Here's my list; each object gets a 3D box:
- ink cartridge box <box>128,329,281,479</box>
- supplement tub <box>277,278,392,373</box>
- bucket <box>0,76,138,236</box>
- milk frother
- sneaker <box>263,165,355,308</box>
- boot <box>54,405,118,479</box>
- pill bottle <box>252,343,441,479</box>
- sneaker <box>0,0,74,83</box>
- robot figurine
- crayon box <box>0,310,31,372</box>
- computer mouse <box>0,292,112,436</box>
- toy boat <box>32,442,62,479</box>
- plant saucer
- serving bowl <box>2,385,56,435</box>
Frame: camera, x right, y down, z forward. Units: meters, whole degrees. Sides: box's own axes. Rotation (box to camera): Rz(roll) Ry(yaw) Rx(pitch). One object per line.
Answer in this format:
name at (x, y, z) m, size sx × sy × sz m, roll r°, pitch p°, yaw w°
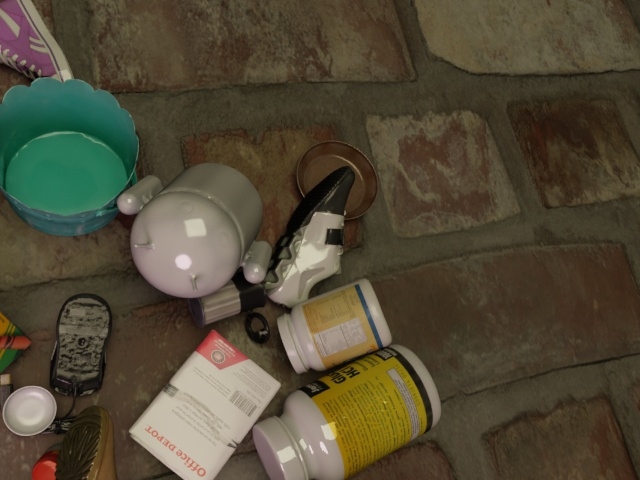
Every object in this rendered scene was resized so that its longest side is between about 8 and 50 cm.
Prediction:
ink cartridge box at (-0.217, 0.317, 1.184) m, size 0.172 × 0.100 × 0.237 m, roll 39°, pitch 64°, yaw -2°
supplement tub at (0.028, 0.174, 1.265) m, size 0.200 × 0.144 × 0.144 m, roll -21°, pitch 79°, yaw 1°
bucket at (-0.485, -0.148, 1.211) m, size 0.281 × 0.183 × 0.280 m, roll 6°, pitch 71°, yaw -17°
milk frother at (-0.176, 0.145, 1.243) m, size 0.135 × 0.129 × 0.143 m, roll -17°, pitch 72°, yaw -26°
sneaker at (0.000, 0.000, 1.354) m, size 0.146 × 0.122 × 0.330 m, roll 34°, pitch 83°, yaw -19°
boot at (-0.313, 0.422, 1.056) m, size 0.269 × 0.089 × 0.236 m, roll 40°, pitch 46°, yaw -49°
pill bottle at (0.049, 0.345, 1.215) m, size 0.334 × 0.188 × 0.187 m, roll -21°, pitch 80°, yaw -24°
sneaker at (-0.615, -0.367, 1.297) m, size 0.161 × 0.102 × 0.282 m, roll -29°, pitch 72°, yaw -22°
robot figurine at (-0.225, -0.022, 1.186) m, size 0.300 × 0.199 × 0.353 m, roll 27°, pitch 25°, yaw -3°
crayon box at (-0.655, 0.217, 1.016) m, size 0.081 × 0.202 × 0.318 m, roll 26°, pitch 62°, yaw 28°
computer mouse at (-0.480, 0.227, 1.153) m, size 0.184 × 0.060 × 0.261 m, roll 2°, pitch 83°, yaw -22°
toy boat at (-0.451, 0.501, 1.033) m, size 0.268 × 0.148 × 0.317 m, roll 7°, pitch 77°, yaw -11°
plant saucer at (0.036, -0.135, 1.462) m, size 0.199 × 0.036 × 0.198 m, roll 6°, pitch 71°, yaw -16°
serving bowl at (-0.499, 0.291, 1.088) m, size 0.084 × 0.027 × 0.083 m, roll 3°, pitch 82°, yaw -24°
